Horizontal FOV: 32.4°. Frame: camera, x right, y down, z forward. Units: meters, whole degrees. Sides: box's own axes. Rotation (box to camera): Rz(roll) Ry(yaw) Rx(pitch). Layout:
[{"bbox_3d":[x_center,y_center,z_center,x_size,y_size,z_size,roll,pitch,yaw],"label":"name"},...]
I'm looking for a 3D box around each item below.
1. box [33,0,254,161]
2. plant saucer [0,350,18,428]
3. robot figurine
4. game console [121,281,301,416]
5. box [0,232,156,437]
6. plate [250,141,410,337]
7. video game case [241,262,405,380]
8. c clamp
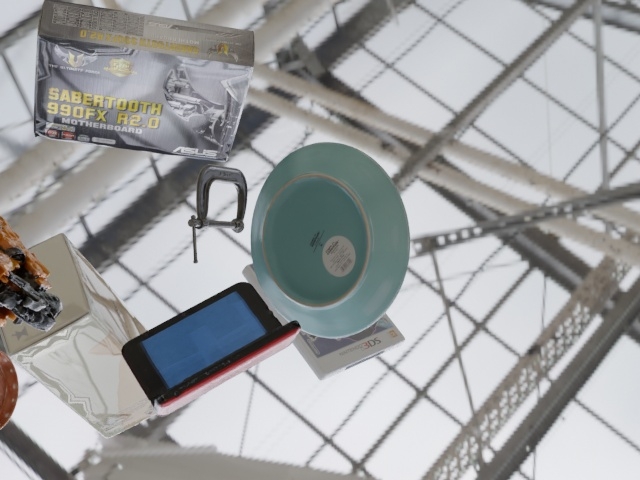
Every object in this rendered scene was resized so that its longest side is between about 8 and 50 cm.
[{"bbox_3d":[-0.202,-0.175,1.246,0.231,0.183,0.056,7,-122,-13],"label":"box"},{"bbox_3d":[-0.322,0.144,1.052,0.013,0.083,0.083,-3,-135,27],"label":"plant saucer"},{"bbox_3d":[-0.363,0.010,1.059,0.085,0.291,0.211,-43,-106,1],"label":"robot figurine"},{"bbox_3d":[-0.104,0.090,1.011,0.144,0.124,0.085,-29,-99,-15],"label":"game console"},{"bbox_3d":[-0.323,0.139,1.513,0.121,0.311,0.148,-27,-121,-1],"label":"box"},{"bbox_3d":[0.000,0.000,1.045,0.188,0.188,0.024,25,-164,33],"label":"plate"},{"bbox_3d":[0.007,0.096,1.616,0.183,0.023,0.201,-17,-118,-46],"label":"video game case"},{"bbox_3d":[-0.148,-0.042,1.598,0.022,0.137,0.161,0,-175,26],"label":"c clamp"}]
